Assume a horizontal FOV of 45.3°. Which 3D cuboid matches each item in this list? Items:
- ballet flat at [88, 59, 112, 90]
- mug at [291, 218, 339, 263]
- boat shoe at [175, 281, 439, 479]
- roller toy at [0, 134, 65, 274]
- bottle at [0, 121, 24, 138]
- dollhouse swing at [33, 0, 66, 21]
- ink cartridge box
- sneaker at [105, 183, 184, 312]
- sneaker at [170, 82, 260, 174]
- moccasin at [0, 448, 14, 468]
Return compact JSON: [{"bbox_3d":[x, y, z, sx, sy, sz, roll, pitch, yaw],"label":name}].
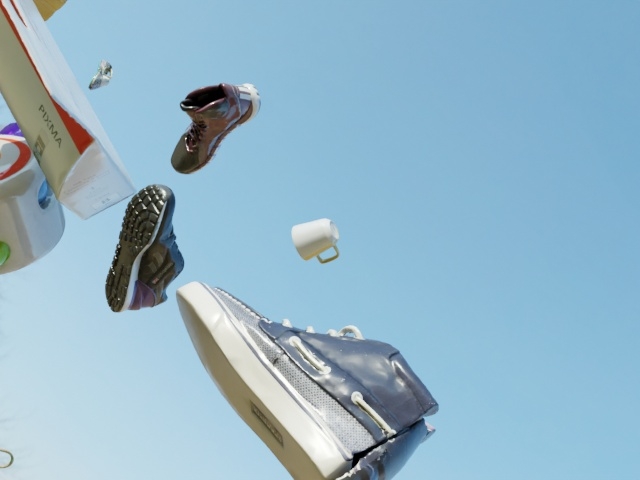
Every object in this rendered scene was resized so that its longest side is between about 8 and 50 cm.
[{"bbox_3d":[-0.498,-0.375,1.752,0.041,0.114,0.041,1,-48,1],"label":"ballet flat"},{"bbox_3d":[-0.002,-0.004,1.265,0.064,0.062,0.078,-22,-27,19],"label":"mug"},{"bbox_3d":[-0.019,0.142,0.865,0.340,0.158,0.127,44,-31,33],"label":"boat shoe"},{"bbox_3d":[-0.464,-0.057,1.062,0.209,0.191,0.146,23,-48,31],"label":"roller toy"},{"bbox_3d":[-0.536,-0.166,1.420,0.092,0.283,0.118,0,-70,34],"label":"bottle"},{"bbox_3d":[-0.640,-0.514,1.455,0.305,0.346,0.315,47,14,-29],"label":"dollhouse swing"},{"bbox_3d":[-0.337,-0.202,0.835,0.308,0.091,0.385,61,-7,6],"label":"ink cartridge box"},{"bbox_3d":[-0.313,0.012,1.464,0.107,0.124,0.283,52,-53,36],"label":"sneaker"},{"bbox_3d":[-0.276,-0.259,1.694,0.281,0.162,0.106,-41,-113,24],"label":"sneaker"},{"bbox_3d":[-0.644,0.374,1.367,0.380,0.147,0.139,19,-48,56],"label":"moccasin"}]
